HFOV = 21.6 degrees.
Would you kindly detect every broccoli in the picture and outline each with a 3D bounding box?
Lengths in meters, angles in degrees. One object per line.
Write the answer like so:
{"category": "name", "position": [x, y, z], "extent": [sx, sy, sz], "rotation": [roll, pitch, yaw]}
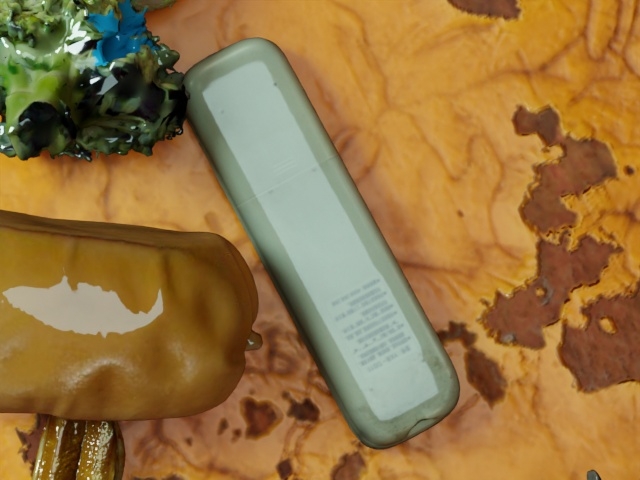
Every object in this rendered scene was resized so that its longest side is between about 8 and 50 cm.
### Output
{"category": "broccoli", "position": [-0.178, -0.104, 1.117], "extent": [0.154, 0.160, 0.167], "rotation": [-29, 119, 8]}

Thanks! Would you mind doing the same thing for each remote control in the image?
{"category": "remote control", "position": [-0.001, 0.000, 1.190], "extent": [0.090, 0.038, 0.310], "rotation": [-29, 88, -8]}

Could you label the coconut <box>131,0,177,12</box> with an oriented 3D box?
{"category": "coconut", "position": [-0.134, -0.198, 1.173], "extent": [0.082, 0.083, 0.081], "rotation": [-29, 88, -50]}

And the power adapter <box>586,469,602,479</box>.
{"category": "power adapter", "position": [0.219, 0.259, 1.148], "extent": [0.130, 0.125, 0.205], "rotation": [-1, 85, -6]}

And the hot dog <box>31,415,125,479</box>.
{"category": "hot dog", "position": [-0.170, 0.181, 1.152], "extent": [0.062, 0.038, 0.144], "rotation": [9, 86, -9]}

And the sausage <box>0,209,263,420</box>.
{"category": "sausage", "position": [-0.158, 0.049, 1.125], "extent": [0.241, 0.120, 0.136], "rotation": [2, 97, -7]}
